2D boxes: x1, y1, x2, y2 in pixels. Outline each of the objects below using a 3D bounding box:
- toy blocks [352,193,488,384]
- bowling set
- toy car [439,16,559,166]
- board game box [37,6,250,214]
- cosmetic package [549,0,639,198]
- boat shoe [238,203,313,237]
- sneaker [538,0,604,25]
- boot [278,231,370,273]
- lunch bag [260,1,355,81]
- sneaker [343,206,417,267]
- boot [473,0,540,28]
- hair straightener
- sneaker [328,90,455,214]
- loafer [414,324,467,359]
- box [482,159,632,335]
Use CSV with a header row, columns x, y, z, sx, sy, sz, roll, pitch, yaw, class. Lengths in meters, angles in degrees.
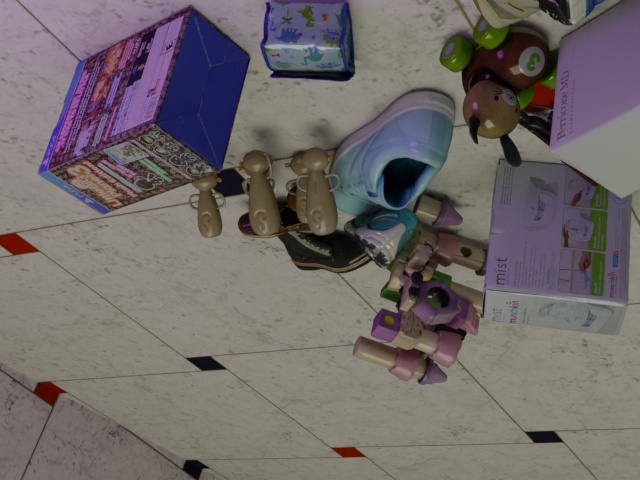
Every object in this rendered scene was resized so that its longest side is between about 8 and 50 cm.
x,y,z,sx,sy,sz,roll,pitch,yaw,class
0.247,0.104,2.014,0.260,0.289,0.309,21,147,-8,toy blocks
-0.084,-0.104,1.949,0.287,0.200,0.154,-2,106,16,bowling set
0.262,-0.205,1.559,0.155,0.188,0.149,26,148,-25,toy car
-0.281,-0.200,1.715,0.291,0.232,0.141,-15,142,39,board game box
0.494,-0.236,1.402,0.156,0.217,0.385,28,144,-27,cosmetic package
-0.078,-0.044,2.079,0.178,0.064,0.060,-4,163,14,boat shoe
0.293,-0.424,1.254,0.147,0.130,0.330,-32,129,-9,sneaker
0.000,0.000,2.135,0.198,0.077,0.137,-9,140,30,boot
-0.016,-0.288,1.619,0.128,0.096,0.151,4,164,7,lunch bag
0.120,-0.016,1.970,0.107,0.110,0.275,47,177,-8,sneaker
0.262,-0.365,1.394,0.165,0.077,0.213,-8,150,32,boot
0.402,-0.170,1.713,0.230,0.047,0.089,37,146,-24,hair straightener
0.100,-0.108,1.825,0.135,0.150,0.366,20,150,-13,sneaker
0.259,0.240,2.450,0.080,0.078,0.220,24,149,-22,loafer
0.399,0.008,1.811,0.231,0.262,0.127,5,150,10,box
